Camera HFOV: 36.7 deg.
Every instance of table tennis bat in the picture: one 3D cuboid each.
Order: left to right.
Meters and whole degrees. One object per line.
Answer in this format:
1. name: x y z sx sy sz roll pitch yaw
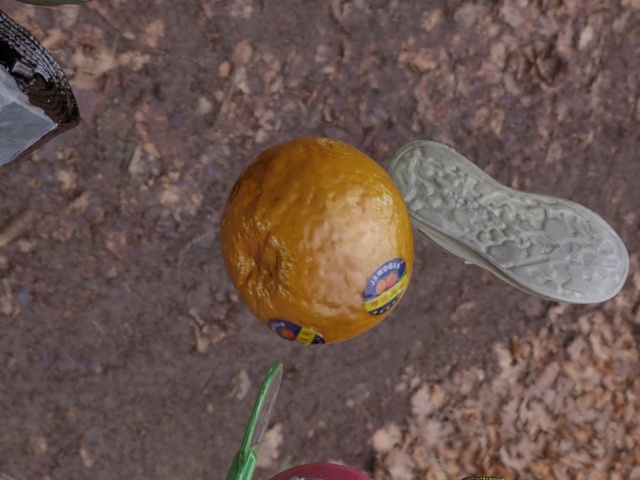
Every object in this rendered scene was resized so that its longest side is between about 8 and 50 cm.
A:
1. table tennis bat: -0.103 0.303 1.445 0.160 0.039 0.257 75 34 -78

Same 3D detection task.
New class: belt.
1. belt: -0.468 -0.212 1.304 0.164 0.184 0.289 -25 155 14

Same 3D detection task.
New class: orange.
1. orange: -0.001 0.000 0.823 0.155 0.177 0.178 -32 128 -30

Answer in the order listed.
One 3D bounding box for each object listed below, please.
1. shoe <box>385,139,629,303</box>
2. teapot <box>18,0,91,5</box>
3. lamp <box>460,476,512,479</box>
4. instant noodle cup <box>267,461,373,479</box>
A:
1. shoe: 0.217 -0.014 1.209 0.124 0.316 0.159 -60 -179 -8
2. teapot: -0.307 -0.398 0.969 0.200 0.337 0.270 -35 87 -14
3. lamp: 0.199 0.384 1.145 0.223 0.223 0.196 29 59 -48
4. instant noodle cup: -0.002 0.356 1.045 0.181 0.258 0.302 -64 171 -74
